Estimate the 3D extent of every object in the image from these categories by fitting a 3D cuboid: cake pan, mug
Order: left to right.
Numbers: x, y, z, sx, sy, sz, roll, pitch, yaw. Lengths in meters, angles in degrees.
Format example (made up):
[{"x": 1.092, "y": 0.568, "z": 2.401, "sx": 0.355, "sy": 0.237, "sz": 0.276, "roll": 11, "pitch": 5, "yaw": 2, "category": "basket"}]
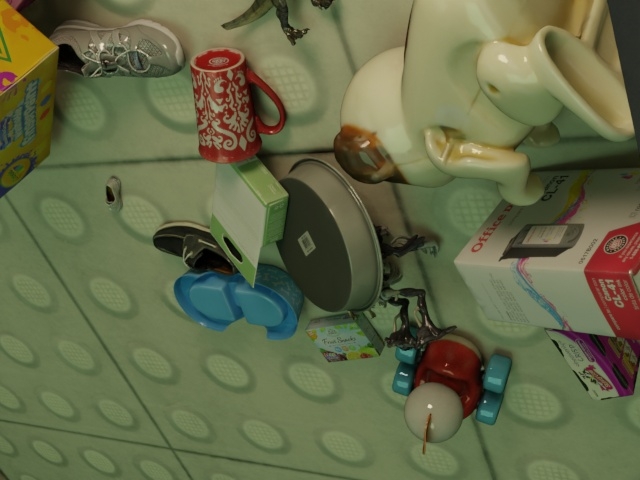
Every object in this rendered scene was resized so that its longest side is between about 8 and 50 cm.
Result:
[{"x": -0.148, "y": -0.238, "z": 1.483, "sx": 0.113, "sy": 0.150, "sz": 0.169, "roll": 45, "pitch": 150, "yaw": 45, "category": "mug"}, {"x": 0.000, "y": 0.000, "z": 1.533, "sx": 0.293, "sy": 0.054, "sz": 0.293, "roll": 40, "pitch": 142, "yaw": 41, "category": "cake pan"}]

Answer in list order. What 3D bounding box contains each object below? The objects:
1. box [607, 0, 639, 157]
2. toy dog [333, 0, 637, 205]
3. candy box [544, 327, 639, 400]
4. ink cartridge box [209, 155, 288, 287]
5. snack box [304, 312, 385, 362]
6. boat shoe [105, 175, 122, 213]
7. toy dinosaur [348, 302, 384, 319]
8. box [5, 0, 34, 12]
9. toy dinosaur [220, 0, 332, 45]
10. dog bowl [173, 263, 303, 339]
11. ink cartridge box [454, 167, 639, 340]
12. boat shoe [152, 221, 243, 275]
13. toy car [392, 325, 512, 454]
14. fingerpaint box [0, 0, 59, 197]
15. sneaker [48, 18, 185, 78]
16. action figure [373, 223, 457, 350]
[{"x": 0.472, "y": -0.241, "z": 0.860, "sx": 0.312, "sy": 0.179, "sz": 0.343, "roll": -22, "pitch": 110, "yaw": -4, "category": "box"}, {"x": 0.178, "y": -0.204, "z": 1.149, "sx": 0.395, "sy": 0.285, "sz": 0.408, "roll": 25, "pitch": 148, "yaw": -18, "category": "toy dog"}, {"x": 0.434, "y": 0.105, "z": 1.344, "sx": 0.071, "sy": 0.233, "sz": 0.159, "roll": -19, "pitch": 118, "yaw": 41, "category": "candy box"}, {"x": -0.137, "y": -0.049, "z": 1.617, "sx": 0.171, "sy": 0.056, "sz": 0.235, "roll": 50, "pitch": 149, "yaw": 29, "category": "ink cartridge box"}, {"x": 0.050, "y": 0.204, "z": 1.820, "sx": 0.141, "sy": 0.037, "sz": 0.100, "roll": -14, "pitch": 120, "yaw": 39, "category": "snack box"}, {"x": -0.440, "y": -0.089, "z": 1.833, "sx": 0.035, "sy": 0.035, "sz": 0.100, "roll": 25, "pitch": 138, "yaw": 7, "category": "boat shoe"}, {"x": 0.068, "y": 0.104, "z": 1.717, "sx": 0.183, "sy": 0.053, "sz": 0.093, "roll": -1, "pitch": 120, "yaw": 47, "category": "toy dinosaur"}, {"x": -0.509, "y": -0.525, "z": 1.388, "sx": 0.243, "sy": 0.117, "sz": 0.213, "roll": 47, "pitch": 137, "yaw": -16, "category": "box"}, {"x": -0.049, "y": -0.370, "z": 1.309, "sx": 0.118, "sy": 0.064, "sz": 0.268, "roll": 43, "pitch": 140, "yaw": -3, "category": "toy dinosaur"}, {"x": -0.167, "y": 0.118, "z": 1.842, "sx": 0.297, "sy": 0.074, "sz": 0.166, "roll": 6, "pitch": 132, "yaw": 28, "category": "dog bowl"}, {"x": 0.378, "y": 0.011, "z": 1.233, "sx": 0.306, "sy": 0.226, "sz": 0.131, "roll": 4, "pitch": 135, "yaw": 52, "category": "ink cartridge box"}, {"x": -0.255, "y": 0.020, "z": 1.797, "sx": 0.233, "sy": 0.079, "sz": 0.084, "roll": 12, "pitch": 137, "yaw": 23, "category": "boat shoe"}, {"x": 0.225, "y": 0.322, "z": 1.678, "sx": 0.219, "sy": 0.238, "sz": 0.210, "roll": 17, "pitch": 137, "yaw": 16, "category": "toy car"}, {"x": -0.663, "y": -0.314, "z": 1.555, "sx": 0.371, "sy": 0.163, "sz": 0.445, "roll": 41, "pitch": 154, "yaw": -1, "category": "fingerpaint box"}, {"x": -0.362, "y": -0.312, "z": 1.507, "sx": 0.281, "sy": 0.115, "sz": 0.105, "roll": 7, "pitch": 133, "yaw": 25, "category": "sneaker"}, {"x": 0.129, "y": 0.059, "z": 1.564, "sx": 0.164, "sy": 0.140, "sz": 0.276, "roll": -34, "pitch": 82, "yaw": 55, "category": "action figure"}]
